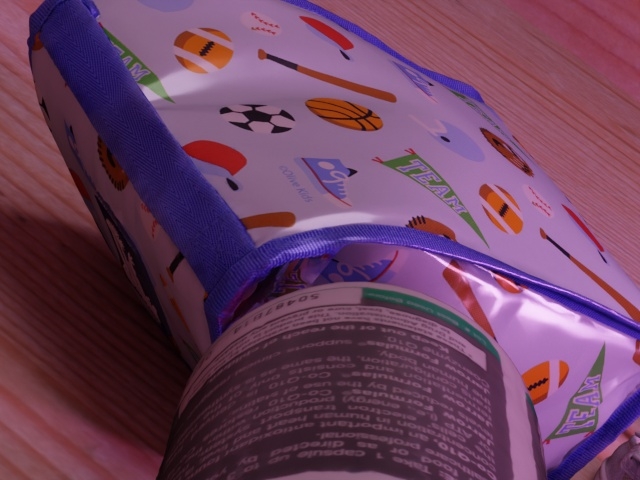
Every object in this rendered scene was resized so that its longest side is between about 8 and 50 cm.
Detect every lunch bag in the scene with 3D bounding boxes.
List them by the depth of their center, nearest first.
[{"bbox_3d":[0.000,0.000,1.320,0.385,0.239,0.328,26,19,-45],"label":"lunch bag"}]

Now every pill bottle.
[{"bbox_3d":[0.012,0.169,0.932,0.204,0.204,0.361,32,17,-7],"label":"pill bottle"}]

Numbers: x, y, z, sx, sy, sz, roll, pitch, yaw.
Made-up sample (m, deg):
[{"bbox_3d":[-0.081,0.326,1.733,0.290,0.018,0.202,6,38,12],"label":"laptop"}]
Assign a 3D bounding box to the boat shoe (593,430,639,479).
[{"bbox_3d":[0.287,0.196,1.468,0.118,0.103,0.320,32,4,-6],"label":"boat shoe"}]
